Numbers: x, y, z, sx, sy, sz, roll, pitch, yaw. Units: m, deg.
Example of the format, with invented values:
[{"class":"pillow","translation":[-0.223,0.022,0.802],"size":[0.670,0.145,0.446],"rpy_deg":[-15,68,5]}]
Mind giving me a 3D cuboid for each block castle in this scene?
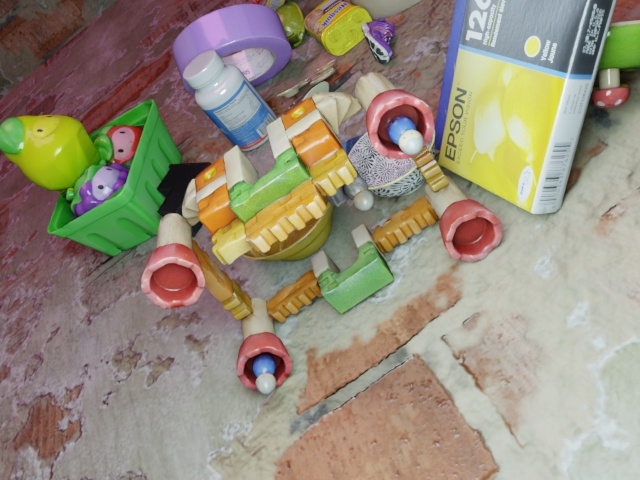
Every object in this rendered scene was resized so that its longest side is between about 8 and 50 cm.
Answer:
[{"class":"block castle","translation":[0.000,0.000,0.936],"size":[0.453,0.303,0.213],"rpy_deg":[-33,32,10]}]

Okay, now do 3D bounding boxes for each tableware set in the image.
[{"class":"tableware set","translation":[-0.025,-0.370,1.496],"size":[0.141,0.020,0.168],"rpy_deg":[-25,18,17]}]

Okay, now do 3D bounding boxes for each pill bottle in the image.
[{"class":"pill bottle","translation":[-0.205,-0.318,1.476],"size":[0.124,0.221,0.124],"rpy_deg":[-23,41,22]}]

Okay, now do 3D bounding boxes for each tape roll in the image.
[{"class":"tape roll","translation":[-0.212,-0.453,1.576],"size":[0.275,0.275,0.090],"rpy_deg":[-24,81,21]}]

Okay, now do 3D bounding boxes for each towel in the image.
[{"class":"towel","translation":[0.044,-0.167,1.276],"size":[0.119,0.029,0.067],"rpy_deg":[-21,41,24]}]

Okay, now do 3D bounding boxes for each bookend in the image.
[{"class":"bookend","translation":[-0.313,-0.094,1.474],"size":[0.156,0.072,0.157],"rpy_deg":[3,57,43]}]

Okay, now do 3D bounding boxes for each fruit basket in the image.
[{"class":"fruit basket","translation":[-0.538,-0.188,1.522],"size":[0.283,0.392,0.392],"rpy_deg":[-23,41,23]}]

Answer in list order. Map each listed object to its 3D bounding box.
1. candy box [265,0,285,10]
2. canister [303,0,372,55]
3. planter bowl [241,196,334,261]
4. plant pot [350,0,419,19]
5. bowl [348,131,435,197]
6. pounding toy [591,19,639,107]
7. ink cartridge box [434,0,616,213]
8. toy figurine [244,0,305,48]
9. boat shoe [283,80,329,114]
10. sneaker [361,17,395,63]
[{"class":"candy box","translation":[-0.105,-0.767,1.885],"size":[0.186,0.053,0.109],"rpy_deg":[120,160,-44]},{"class":"canister","translation":[0.038,-0.530,1.595],"size":[0.126,0.073,0.170],"rpy_deg":[-39,36,3]},{"class":"planter bowl","translation":[-0.047,-0.030,1.170],"size":[0.217,0.090,0.217],"rpy_deg":[-23,42,23]},{"class":"plant pot","translation":[0.159,-0.702,1.563],"size":[0.284,0.191,0.284],"rpy_deg":[-24,41,22]},{"class":"bowl","translation":[0.134,-0.130,1.121],"size":[0.170,0.080,0.170],"rpy_deg":[-23,41,22]},{"class":"pounding toy","translation":[0.405,-0.250,0.972],"size":[0.183,0.110,0.237],"rpy_deg":[-10,9,-33]},{"class":"ink cartridge box","translation":[0.262,-0.236,0.972],"size":[0.072,0.303,0.307],"rpy_deg":[-10,28,-30]},{"class":"toy figurine","translation":[-0.183,-0.682,1.695],"size":[0.191,0.217,0.362],"rpy_deg":[-17,76,28]},{"class":"boat shoe","translation":[-0.034,-0.308,1.461],"size":[0.133,0.049,0.042],"rpy_deg":[-49,46,-3]},{"class":"sneaker","translation":[0.136,-0.455,1.446],"size":[0.071,0.068,0.170],"rpy_deg":[-24,40,12]}]
